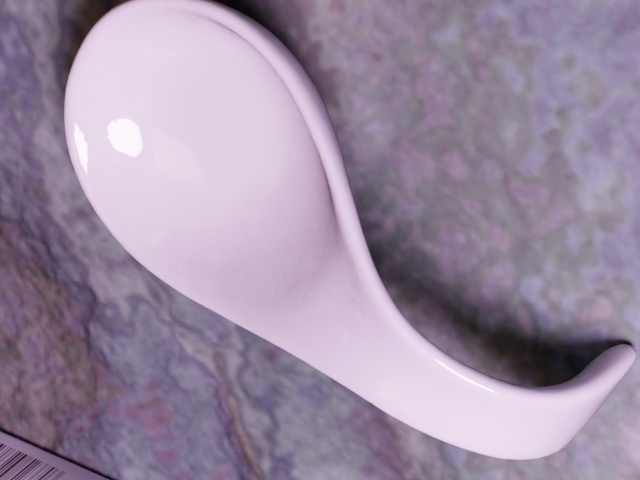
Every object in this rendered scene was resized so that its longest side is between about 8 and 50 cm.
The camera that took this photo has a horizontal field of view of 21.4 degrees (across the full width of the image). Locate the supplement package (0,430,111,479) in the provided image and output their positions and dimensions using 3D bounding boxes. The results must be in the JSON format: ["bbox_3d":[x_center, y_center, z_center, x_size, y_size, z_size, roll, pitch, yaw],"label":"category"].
[{"bbox_3d":[-0.208,0.209,0.874,0.262,0.204,0.145,21,121,19],"label":"supplement package"}]

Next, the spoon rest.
[{"bbox_3d":[0.000,0.000,0.726,0.276,0.084,0.137,35,126,8],"label":"spoon rest"}]
